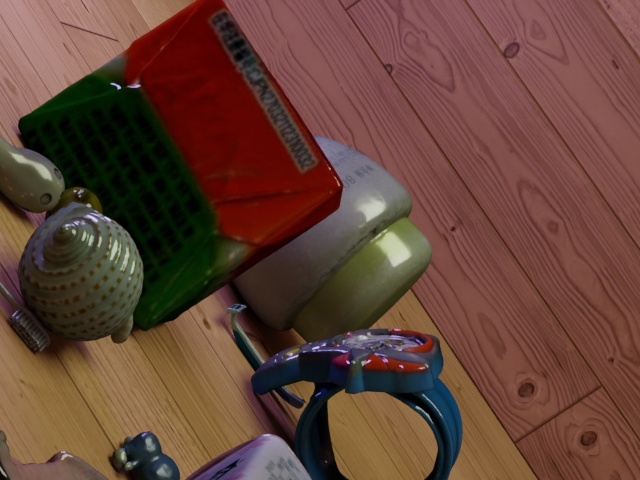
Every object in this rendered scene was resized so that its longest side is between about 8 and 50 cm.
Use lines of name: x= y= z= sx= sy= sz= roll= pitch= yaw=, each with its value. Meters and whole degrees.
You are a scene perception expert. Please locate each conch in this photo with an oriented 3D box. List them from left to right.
conch: x=-0.288 y=0.054 z=1.839 sx=0.172 sy=0.131 sz=0.200 roll=27 pitch=-49 yaw=34

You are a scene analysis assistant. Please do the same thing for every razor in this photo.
razor: x=-0.090 y=0.184 z=2.423 sx=0.191 sy=0.037 sz=0.068 roll=57 pitch=9 yaw=0

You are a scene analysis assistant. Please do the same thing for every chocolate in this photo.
chocolate: x=-0.182 y=-0.099 z=2.172 sx=0.360 sy=0.341 sz=0.161 roll=57 pitch=3 yaw=16

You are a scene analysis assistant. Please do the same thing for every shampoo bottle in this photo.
shampoo bottle: x=0.000 y=0.000 z=2.577 sx=0.317 sy=0.322 sz=0.322 roll=48 pitch=12 yaw=6

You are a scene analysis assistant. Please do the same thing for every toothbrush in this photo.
toothbrush: x=-0.423 y=-0.012 z=1.768 sx=0.354 sy=0.024 sz=0.029 roll=53 pitch=21 yaw=-11

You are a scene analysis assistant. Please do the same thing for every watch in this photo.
watch: x=0.050 y=0.279 z=2.323 sx=0.241 sy=0.305 sz=0.274 roll=-35 pitch=120 yaw=-74

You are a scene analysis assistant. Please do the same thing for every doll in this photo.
doll: x=-0.199 y=0.263 z=1.811 sx=0.083 sy=0.050 sz=0.076 roll=56 pitch=17 yaw=-1

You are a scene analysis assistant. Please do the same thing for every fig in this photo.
fig: x=-0.317 y=-0.037 z=2.044 sx=0.082 sy=0.098 sz=0.084 roll=38 pitch=31 yaw=9

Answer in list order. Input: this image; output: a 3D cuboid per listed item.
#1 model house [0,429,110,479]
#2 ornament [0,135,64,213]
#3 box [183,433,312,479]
model house: x=-0.273 y=0.246 z=1.197 sx=0.202 sy=0.237 sz=0.237 roll=51 pitch=7 yaw=16
ornament: x=-0.393 y=-0.094 z=1.983 sx=0.156 sy=0.081 sz=0.075 roll=41 pitch=61 yaw=-37
box: x=-0.125 y=0.326 z=1.601 sx=0.112 sy=0.190 sz=0.370 roll=53 pitch=12 yaw=-2
